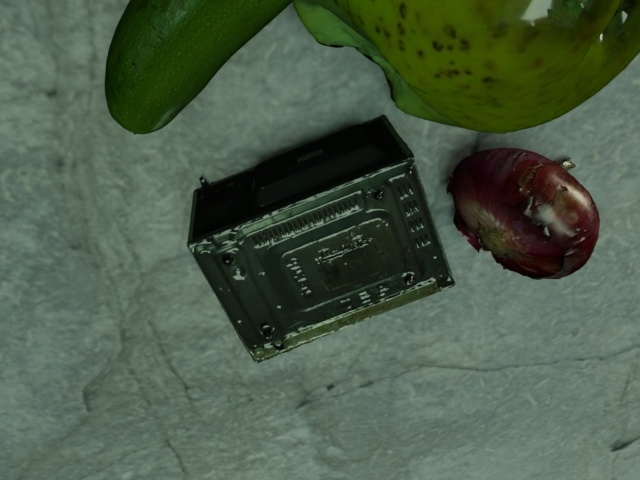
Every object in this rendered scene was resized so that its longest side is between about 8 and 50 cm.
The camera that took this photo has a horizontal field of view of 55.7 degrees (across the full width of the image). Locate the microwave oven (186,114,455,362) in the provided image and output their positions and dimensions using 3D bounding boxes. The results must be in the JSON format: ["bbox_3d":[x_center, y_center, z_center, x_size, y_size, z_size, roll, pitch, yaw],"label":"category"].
[{"bbox_3d":[0.000,0.000,0.567,0.205,0.129,0.163,-22,121,4],"label":"microwave oven"}]

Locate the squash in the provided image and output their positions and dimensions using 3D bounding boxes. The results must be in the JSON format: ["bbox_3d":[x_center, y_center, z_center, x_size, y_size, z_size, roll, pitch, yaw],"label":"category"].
[{"bbox_3d":[-0.090,-0.158,0.426,0.082,0.082,0.293,36,145,-24],"label":"squash"}]

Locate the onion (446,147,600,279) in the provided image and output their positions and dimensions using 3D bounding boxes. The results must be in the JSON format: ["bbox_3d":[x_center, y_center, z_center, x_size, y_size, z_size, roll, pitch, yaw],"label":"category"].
[{"bbox_3d":[0.209,-0.044,0.588,0.140,0.150,0.150,-46,120,-17],"label":"onion"}]

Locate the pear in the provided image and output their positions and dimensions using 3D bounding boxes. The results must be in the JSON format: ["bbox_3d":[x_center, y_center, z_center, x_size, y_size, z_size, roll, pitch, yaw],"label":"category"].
[{"bbox_3d":[0.108,-0.162,0.425,0.292,0.292,0.159,30,102,-22],"label":"pear"}]
